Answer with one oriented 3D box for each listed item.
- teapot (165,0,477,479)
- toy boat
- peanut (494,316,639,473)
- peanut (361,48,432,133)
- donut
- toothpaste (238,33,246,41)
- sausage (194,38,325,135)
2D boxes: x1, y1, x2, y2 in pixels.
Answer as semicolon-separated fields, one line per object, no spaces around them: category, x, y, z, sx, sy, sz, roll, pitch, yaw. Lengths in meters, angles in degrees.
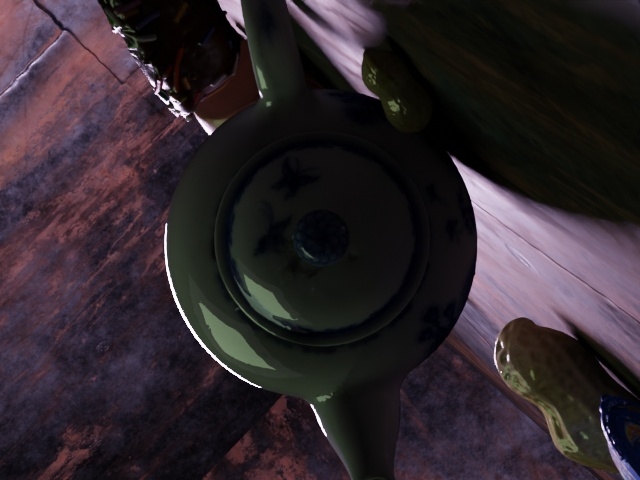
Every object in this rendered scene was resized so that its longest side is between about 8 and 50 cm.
teapot;0.000;0.000;1.007;0.280;0.252;0.424;77;-179;-88
toy boat;0.327;0.190;1.219;0.175;0.091;0.110;47;147;48
peanut;0.271;0.168;1.366;0.214;0.098;0.090;46;-172;-1
peanut;0.052;-0.105;0.888;0.083;0.037;0.037;41;-179;-43
donut;-0.142;-0.217;1.085;0.235;0.089;0.235;62;-178;-3
toothpaste;-0.024;-0.153;1.476;0.239;0.039;0.062;42;171;-1
sausage;-0.008;-0.084;1.345;0.304;0.121;0.121;45;178;-41
